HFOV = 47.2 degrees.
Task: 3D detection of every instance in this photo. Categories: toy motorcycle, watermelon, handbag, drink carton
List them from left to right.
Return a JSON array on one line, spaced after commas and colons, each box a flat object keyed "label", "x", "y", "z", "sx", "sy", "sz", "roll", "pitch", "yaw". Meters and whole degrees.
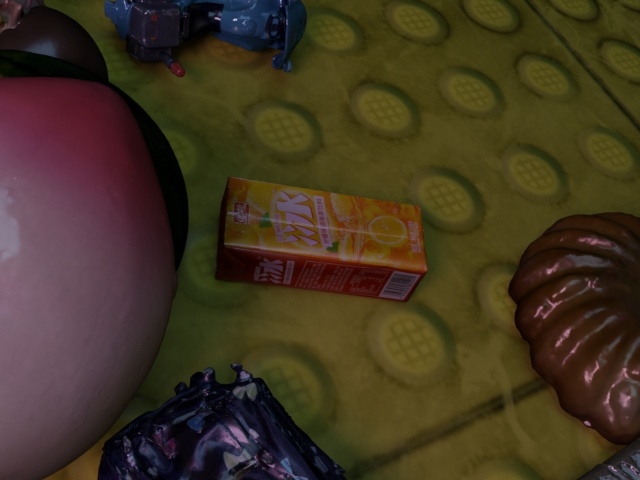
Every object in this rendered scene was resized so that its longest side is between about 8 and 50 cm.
[{"label": "watermelon", "x": -0.223, "y": -0.078, "z": 0.696, "sx": 0.301, "sy": 0.129, "sz": 0.123, "roll": 49, "pitch": 21, "yaw": -15}, {"label": "toy motorcycle", "x": -0.129, "y": -0.287, "z": 0.948, "sx": 0.272, "sy": 0.123, "sz": 0.182, "roll": -13, "pitch": 39, "yaw": -29}, {"label": "handbag", "x": -0.058, "y": 0.223, "z": 0.600, "sx": 0.162, "sy": 0.113, "sz": 0.260, "roll": -26, "pitch": 60, "yaw": -38}, {"label": "drink carton", "x": 0.000, "y": 0.000, "z": 0.806, "sx": 0.223, "sy": 0.071, "sz": 0.096, "roll": 7, "pitch": 54, "yaw": -13}]

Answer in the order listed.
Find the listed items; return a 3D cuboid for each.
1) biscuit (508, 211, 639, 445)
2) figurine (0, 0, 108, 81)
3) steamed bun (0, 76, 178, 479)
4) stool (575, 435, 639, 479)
[{"label": "biscuit", "x": 0.386, "y": 0.091, "z": 0.861, "sx": 0.326, "sy": 0.107, "sz": 0.325, "roll": 8, "pitch": 52, "yaw": -10}, {"label": "figurine", "x": -0.323, "y": -0.188, "z": 0.786, "sx": 0.158, "sy": 0.161, "sz": 0.275, "roll": -37, "pitch": 70, "yaw": -11}, {"label": "steamed bun", "x": -0.235, "y": 0.006, "z": 0.547, "sx": 0.309, "sy": 0.309, "sz": 0.309, "roll": 9, "pitch": 53, "yaw": -13}, {"label": "stool", "x": 0.358, "y": 0.306, "z": 0.586, "sx": 0.310, "sy": 0.226, "sz": 0.310, "roll": -27, "pitch": 74, "yaw": -23}]
